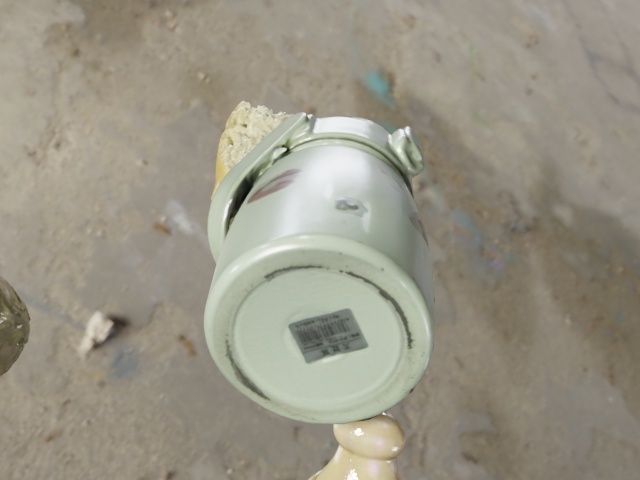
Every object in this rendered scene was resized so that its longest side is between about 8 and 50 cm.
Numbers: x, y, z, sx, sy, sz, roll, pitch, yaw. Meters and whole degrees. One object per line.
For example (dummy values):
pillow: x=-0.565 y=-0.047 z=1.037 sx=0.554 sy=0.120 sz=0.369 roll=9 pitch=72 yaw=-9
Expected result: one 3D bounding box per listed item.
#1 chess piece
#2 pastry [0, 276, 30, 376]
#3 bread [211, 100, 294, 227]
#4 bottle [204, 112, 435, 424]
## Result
chess piece: x=0.037 y=0.312 z=1.228 sx=0.124 sy=0.307 sz=0.139 roll=-7 pitch=23 yaw=-42
pastry: x=-0.455 y=0.035 z=1.326 sx=0.329 sy=0.136 sz=0.329 roll=36 pitch=-12 yaw=9
bread: x=-0.066 y=-0.055 z=1.827 sx=0.183 sy=0.224 sz=0.211 roll=7 pitch=41 yaw=21
bottle: x=0.000 y=0.000 z=1.231 sx=0.229 sy=0.229 sz=0.352 roll=31 pitch=28 yaw=-16
